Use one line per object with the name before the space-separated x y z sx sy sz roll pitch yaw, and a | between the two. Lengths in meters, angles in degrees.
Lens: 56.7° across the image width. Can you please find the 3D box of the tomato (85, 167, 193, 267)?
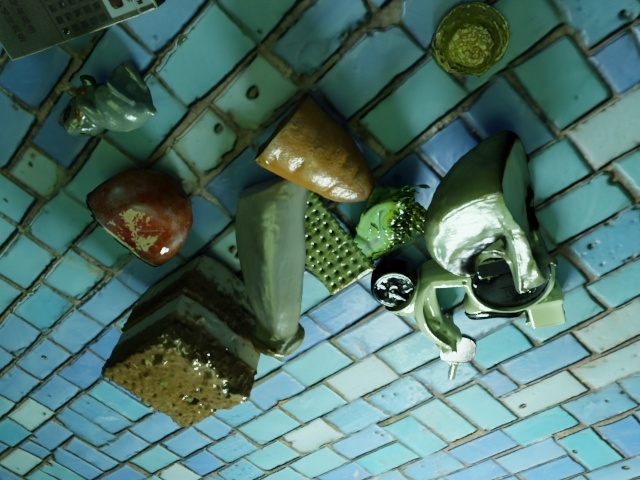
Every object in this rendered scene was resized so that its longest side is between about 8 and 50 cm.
tomato | -0.356 -0.067 1.242 0.155 0.180 0.214 -39 123 12

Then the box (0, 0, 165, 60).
box | -0.451 -0.442 1.019 0.325 0.047 0.180 -12 125 18

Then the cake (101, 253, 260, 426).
cake | -0.295 0.229 1.367 0.282 0.290 0.256 -31 116 29

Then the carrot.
carrot | 0.003 -0.144 1.105 0.225 0.159 0.159 39 124 -19

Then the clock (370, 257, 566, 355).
clock | 0.321 0.122 1.295 0.379 0.120 0.276 -16 120 20

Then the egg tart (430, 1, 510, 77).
egg tart | 0.252 -0.329 0.990 0.130 0.052 0.130 3 127 4

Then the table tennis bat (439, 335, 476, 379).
table tennis bat | 0.341 0.295 1.491 0.087 0.013 0.156 4 127 4

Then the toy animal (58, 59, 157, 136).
toy animal | -0.429 -0.240 1.136 0.236 0.108 0.138 -28 119 28

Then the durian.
durian | 0.140 -0.040 1.184 0.132 0.106 0.375 38 151 9

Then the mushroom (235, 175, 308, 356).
mushroom | -0.105 0.045 1.246 0.154 0.137 0.407 4 107 6

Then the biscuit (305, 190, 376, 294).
biscuit | 0.000 0.000 1.261 0.139 0.016 0.231 -35 95 34

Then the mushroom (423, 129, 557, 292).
mushroom | 0.306 -0.060 1.091 0.212 0.217 0.292 -23 132 36
